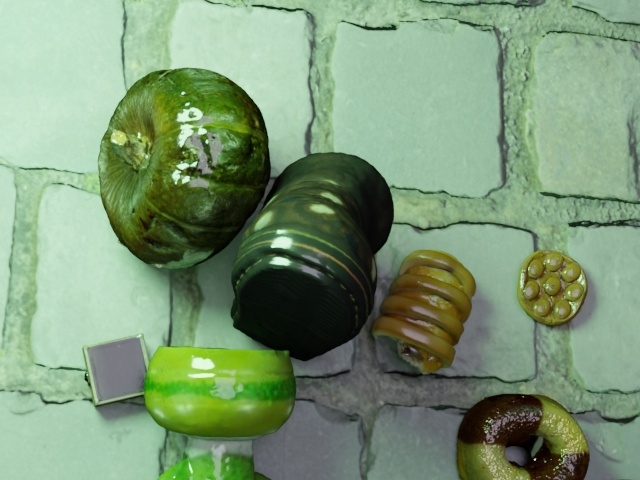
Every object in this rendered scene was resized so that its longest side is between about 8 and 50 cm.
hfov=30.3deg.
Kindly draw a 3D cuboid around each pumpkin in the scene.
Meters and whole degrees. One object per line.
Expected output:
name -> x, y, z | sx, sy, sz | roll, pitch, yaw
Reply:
pumpkin -> -0.184, -0.100, 1.468 | 0.189, 0.260, 0.260 | 7, 74, -42

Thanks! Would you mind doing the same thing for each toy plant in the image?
toy plant -> -0.130, 0.287, 1.446 | 0.224, 0.184, 0.315 | 4, 86, -35

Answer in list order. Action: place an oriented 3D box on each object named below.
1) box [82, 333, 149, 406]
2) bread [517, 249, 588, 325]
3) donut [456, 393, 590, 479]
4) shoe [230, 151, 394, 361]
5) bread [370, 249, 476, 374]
box -> -0.259, 0.165, 1.506 | 0.083, 0.035, 0.079 | -12, 81, -16
bread -> 0.326, 0.066, 1.672 | 0.110, 0.024, 0.110 | 3, 76, -12
donut -> 0.278, 0.284, 1.589 | 0.184, 0.073, 0.166 | 15, 78, -8
shoe -> 0.000, 0.000, 1.423 | 0.171, 0.384, 0.237 | 23, 74, 0
bread -> 0.143, 0.093, 1.594 | 0.119, 0.084, 0.177 | 26, 69, -7
